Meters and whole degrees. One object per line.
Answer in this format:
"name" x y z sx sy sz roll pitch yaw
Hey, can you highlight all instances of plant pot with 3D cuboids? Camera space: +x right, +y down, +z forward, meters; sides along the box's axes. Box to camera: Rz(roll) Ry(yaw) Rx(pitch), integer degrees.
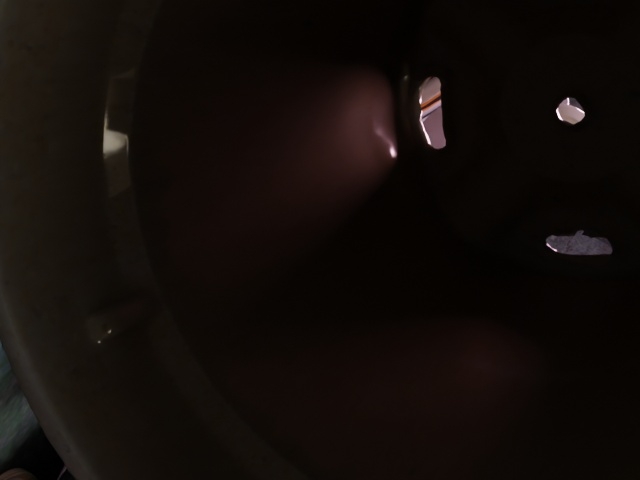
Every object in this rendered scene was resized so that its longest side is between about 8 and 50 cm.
"plant pot" 0.080 -0.032 0.411 0.305 0.334 0.333 -31 152 -57

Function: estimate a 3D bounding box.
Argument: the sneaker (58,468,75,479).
"sneaker" -0.109 0.145 0.681 0.292 0.108 0.169 -58 -167 5

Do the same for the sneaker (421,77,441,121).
"sneaker" 0.104 -0.191 0.775 0.321 0.126 0.127 -52 175 -26

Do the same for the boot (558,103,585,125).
"boot" 0.132 -0.030 0.778 0.244 0.088 0.176 -48 -178 26

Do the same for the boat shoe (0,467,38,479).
"boat shoe" -0.206 0.181 0.610 0.050 0.045 0.135 -57 171 -8

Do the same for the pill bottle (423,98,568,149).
"pill bottle" 0.149 -0.083 1.048 0.229 0.229 0.407 -56 170 -11
